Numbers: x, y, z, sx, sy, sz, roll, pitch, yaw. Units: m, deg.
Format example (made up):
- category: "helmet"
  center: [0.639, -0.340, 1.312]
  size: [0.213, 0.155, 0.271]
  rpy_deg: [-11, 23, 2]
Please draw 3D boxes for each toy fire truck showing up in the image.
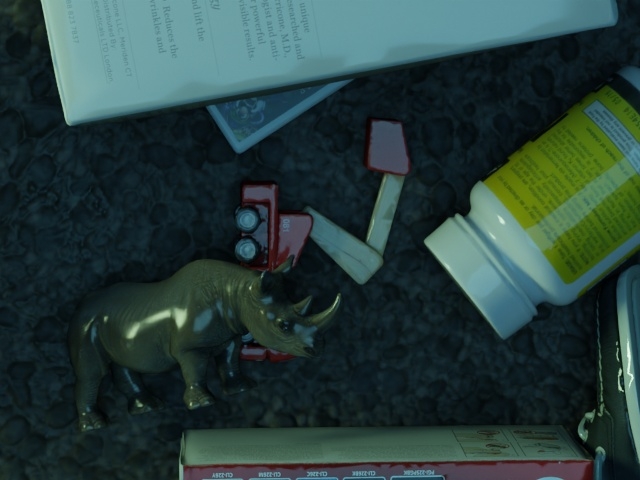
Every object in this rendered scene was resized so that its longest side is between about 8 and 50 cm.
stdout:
- category: "toy fire truck"
  center: [0.000, 0.000, 1.461]
  size: [0.135, 0.047, 0.192]
  rpy_deg: [1, 96, -4]

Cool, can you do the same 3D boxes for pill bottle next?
- category: "pill bottle"
  center: [0.189, -0.026, 1.431]
  size: [0.208, 0.119, 0.119]
  rpy_deg: [-38, 96, 1]

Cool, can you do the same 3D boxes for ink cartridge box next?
- category: "ink cartridge box"
  center: [0.048, 0.287, 1.451]
  size: [0.309, 0.130, 0.272]
  rpy_deg: [-1, 97, -3]

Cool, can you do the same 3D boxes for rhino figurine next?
- category: "rhino figurine"
  center: [-0.090, 0.069, 1.413]
  size: [0.243, 0.073, 0.106]
  rpy_deg: [-15, 92, 28]

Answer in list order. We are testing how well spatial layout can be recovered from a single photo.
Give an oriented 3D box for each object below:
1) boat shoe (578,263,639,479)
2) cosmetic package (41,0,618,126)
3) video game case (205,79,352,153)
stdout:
- category: "boat shoe"
  center: [0.244, 0.173, 1.462]
  size: [0.091, 0.114, 0.303]
  rpy_deg: [-13, 82, 37]
- category: "cosmetic package"
  center: [-0.001, -0.190, 1.338]
  size: [0.385, 0.217, 0.156]
  rpy_deg: [-12, 97, -3]
- category: "video game case"
  center: [-0.044, -0.192, 1.453]
  size: [0.173, 0.022, 0.190]
  rpy_deg: [-33, 97, 0]
